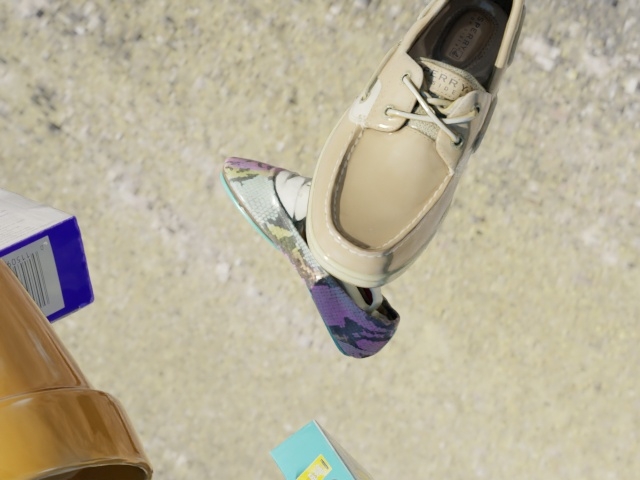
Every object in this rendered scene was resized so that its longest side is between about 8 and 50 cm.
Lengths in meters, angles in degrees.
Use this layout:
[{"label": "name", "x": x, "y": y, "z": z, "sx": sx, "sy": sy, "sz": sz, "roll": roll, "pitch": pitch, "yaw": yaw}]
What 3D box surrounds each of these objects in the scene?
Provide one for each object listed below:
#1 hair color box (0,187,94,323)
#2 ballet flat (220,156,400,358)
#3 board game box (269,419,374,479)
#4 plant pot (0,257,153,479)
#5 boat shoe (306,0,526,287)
[{"label": "hair color box", "x": -0.409, "y": 0.015, "z": 1.429, "sx": 0.338, "sy": 0.185, "sz": 0.110, "roll": 20, "pitch": 127, "yaw": 42}, {"label": "ballet flat", "x": 0.000, "y": 0.000, "z": 1.240, "sx": 0.079, "sy": 0.077, "sz": 0.221, "roll": -40, "pitch": 79, "yaw": 31}, {"label": "board game box", "x": 0.088, "y": 0.420, "z": 1.839, "sx": 0.336, "sy": 0.079, "sz": 0.254, "roll": 53, "pitch": 180, "yaw": 32}, {"label": "plant pot", "x": -0.244, "y": 0.118, "z": 0.961, "sx": 0.188, "sy": 0.205, "sz": 0.205, "roll": 64, "pitch": 148, "yaw": 21}, {"label": "boat shoe", "x": 0.079, "y": -0.101, "z": 1.065, "sx": 0.109, "sy": 0.302, "sz": 0.098, "roll": 29, "pitch": 150, "yaw": 3}]
